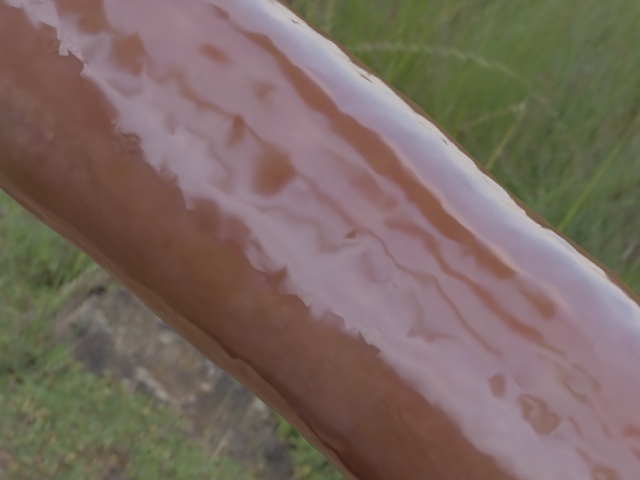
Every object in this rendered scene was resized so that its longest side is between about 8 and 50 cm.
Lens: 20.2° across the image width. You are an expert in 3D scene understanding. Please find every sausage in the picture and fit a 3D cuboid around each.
[{"bbox_3d":[0.000,0.000,0.456,0.419,0.094,0.094,41,43,7],"label":"sausage"}]
